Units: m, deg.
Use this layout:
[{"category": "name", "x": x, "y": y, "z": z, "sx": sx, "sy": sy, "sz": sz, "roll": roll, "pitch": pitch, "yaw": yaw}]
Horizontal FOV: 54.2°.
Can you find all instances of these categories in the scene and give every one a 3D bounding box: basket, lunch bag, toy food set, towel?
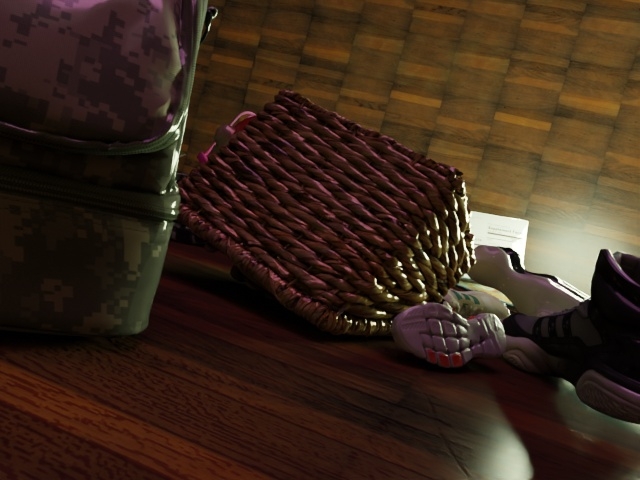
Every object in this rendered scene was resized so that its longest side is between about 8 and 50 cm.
[{"category": "basket", "x": 0.000, "y": 0.000, "z": 0.742, "sx": 0.299, "sy": 0.223, "sz": 0.213, "roll": 32, "pitch": -21, "yaw": 34}, {"category": "lunch bag", "x": -0.236, "y": -0.093, "z": 0.390, "sx": 0.305, "sy": 0.256, "sz": 0.212, "roll": 12, "pitch": 4, "yaw": -31}, {"category": "toy food set", "x": -0.046, "y": 0.054, "z": 0.734, "sx": 0.192, "sy": 0.038, "sz": 0.132, "roll": 26, "pitch": 10, "yaw": 4}, {"category": "towel", "x": 0.402, "y": 0.130, "z": 1.329, "sx": 0.271, "sy": 0.040, "sz": 0.370, "roll": 18, "pitch": 5, "yaw": 32}]

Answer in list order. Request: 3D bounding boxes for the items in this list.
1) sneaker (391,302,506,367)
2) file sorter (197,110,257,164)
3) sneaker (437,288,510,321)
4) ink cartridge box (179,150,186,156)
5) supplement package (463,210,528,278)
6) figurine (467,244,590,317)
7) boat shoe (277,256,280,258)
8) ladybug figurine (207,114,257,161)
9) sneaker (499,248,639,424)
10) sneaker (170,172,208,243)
[{"category": "sneaker", "x": 0.119, "y": 0.101, "z": 0.626, "sx": 0.158, "sy": 0.061, "sz": 0.065, "roll": 13, "pitch": -23, "yaw": -38}, {"category": "file sorter", "x": -0.134, "y": -0.161, "z": 1.445, "sx": 0.202, "sy": 0.182, "sz": 0.291, "roll": 39, "pitch": 6, "yaw": -28}, {"category": "sneaker", "x": 0.197, "y": 0.102, "z": 0.913, "sx": 0.161, "sy": 0.057, "sz": 0.075, "roll": 20, "pitch": 25, "yaw": 4}, {"category": "ink cartridge box", "x": -0.378, "y": -0.185, "z": 1.033, "sx": 0.189, "sy": 0.097, "sz": 0.255, "roll": 35, "pitch": 43, "yaw": 26}, {"category": "supplement package", "x": 0.317, "y": 0.016, "z": 1.449, "sx": 0.204, "sy": 0.145, "sz": 0.262, "roll": 9, "pitch": -3, "yaw": -12}, {"category": "figurine", "x": 0.299, "y": 0.073, "z": 0.909, "sx": 0.209, "sy": 0.092, "sz": 0.215, "roll": 38, "pitch": 13, "yaw": 22}, {"category": "boat shoe", "x": -0.044, "y": 0.004, "z": 1.038, "sx": 0.088, "sy": 0.096, "sz": 0.267, "roll": 20, "pitch": 12, "yaw": 0}, {"category": "ladybug figurine", "x": -0.018, "y": -0.102, "z": 1.204, "sx": 0.305, "sy": 0.162, "sz": 0.449, "roll": -7, "pitch": -33, "yaw": 41}, {"category": "sneaker", "x": 0.289, "y": 0.084, "z": 0.666, "sx": 0.101, "sy": 0.153, "sz": 0.268, "roll": 15, "pitch": 4, "yaw": -15}, {"category": "sneaker", "x": -0.198, "y": -0.038, "z": 1.071, "sx": 0.300, "sy": 0.111, "sz": 0.121, "roll": 17, "pitch": -11, "yaw": -39}]
